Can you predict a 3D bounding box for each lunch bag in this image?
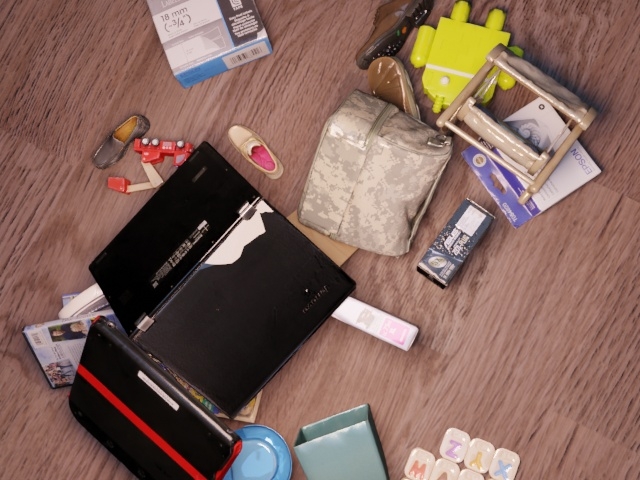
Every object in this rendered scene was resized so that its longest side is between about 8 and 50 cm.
[{"bbox_3d":[0.118,-0.129,1.570,0.256,0.212,0.305,26,125,7],"label":"lunch bag"}]

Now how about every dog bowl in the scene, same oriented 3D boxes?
[{"bbox_3d":[-0.205,0.500,1.641,0.297,0.074,0.166,-10,82,5],"label":"dog bowl"}]

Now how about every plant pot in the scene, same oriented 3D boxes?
[{"bbox_3d":[0.066,0.500,1.571,0.165,0.166,0.234,-21,89,4],"label":"plant pot"}]

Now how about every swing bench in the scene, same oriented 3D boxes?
[{"bbox_3d":[0.416,-0.258,1.564,0.253,0.165,0.255,37,89,8],"label":"swing bench"}]

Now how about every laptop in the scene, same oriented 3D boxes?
[{"bbox_3d":[-0.217,0.073,1.550,0.382,0.236,0.408,-47,48,1],"label":"laptop"}]

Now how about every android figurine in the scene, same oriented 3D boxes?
[{"bbox_3d":[0.333,-0.412,1.701,0.248,0.056,0.273,18,84,8],"label":"android figurine"}]

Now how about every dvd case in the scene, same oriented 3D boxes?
[{"bbox_3d":[-0.508,0.239,1.641,0.253,0.022,0.180,-12,124,1],"label":"dvd case"}]

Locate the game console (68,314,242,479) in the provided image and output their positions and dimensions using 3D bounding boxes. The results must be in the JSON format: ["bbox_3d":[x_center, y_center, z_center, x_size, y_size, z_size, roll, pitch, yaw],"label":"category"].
[{"bbox_3d":[-0.349,0.366,1.507,0.386,0.060,0.342,39,130,10],"label":"game console"}]

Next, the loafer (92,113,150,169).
[{"bbox_3d":[-0.487,-0.242,1.772,0.062,0.061,0.170,43,90,9],"label":"loafer"}]

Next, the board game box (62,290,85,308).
[{"bbox_3d":[-0.527,0.217,1.733,0.136,0.035,0.201,-9,82,6],"label":"board game box"}]

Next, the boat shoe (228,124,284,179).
[{"bbox_3d":[-0.154,-0.215,1.730,0.170,0.059,0.063,42,89,10],"label":"boat shoe"}]

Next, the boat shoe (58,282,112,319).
[{"bbox_3d":[-0.404,0.142,1.663,0.340,0.127,0.158,-30,84,-10],"label":"boat shoe"}]

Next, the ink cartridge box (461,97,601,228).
[{"bbox_3d":[0.470,-0.177,1.659,0.224,0.045,0.223,-35,81,2],"label":"ink cartridge box"}]

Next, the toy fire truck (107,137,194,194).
[{"bbox_3d":[-0.402,-0.174,1.761,0.192,0.047,0.135,5,84,7],"label":"toy fire truck"}]

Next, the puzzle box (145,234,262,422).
[{"bbox_3d":[-0.229,0.178,1.636,0.272,0.052,0.409,15,84,-18],"label":"puzzle box"}]

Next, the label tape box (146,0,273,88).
[{"bbox_3d":[-0.285,-0.569,1.767,0.240,0.106,0.334,-22,81,3],"label":"label tape box"}]

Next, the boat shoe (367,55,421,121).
[{"bbox_3d":[0.181,-0.266,1.672,0.109,0.098,0.302,-8,102,26],"label":"boat shoe"}]

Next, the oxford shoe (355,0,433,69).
[{"bbox_3d":[0.156,-0.495,1.729,0.227,0.083,0.096,-46,62,-1],"label":"oxford shoe"}]

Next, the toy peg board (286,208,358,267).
[{"bbox_3d":[0.000,0.000,1.661,0.161,0.160,0.079,37,131,9],"label":"toy peg board"}]

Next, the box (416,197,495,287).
[{"bbox_3d":[0.291,0.010,1.606,0.077,0.147,0.180,36,89,10],"label":"box"}]

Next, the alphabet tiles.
[{"bbox_3d":[0.310,0.565,1.599,0.284,0.021,0.278,21,86,8],"label":"alphabet tiles"}]

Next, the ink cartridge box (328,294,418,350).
[{"bbox_3d":[0.060,0.146,1.596,0.311,0.186,0.065,26,89,10],"label":"ink cartridge box"}]
